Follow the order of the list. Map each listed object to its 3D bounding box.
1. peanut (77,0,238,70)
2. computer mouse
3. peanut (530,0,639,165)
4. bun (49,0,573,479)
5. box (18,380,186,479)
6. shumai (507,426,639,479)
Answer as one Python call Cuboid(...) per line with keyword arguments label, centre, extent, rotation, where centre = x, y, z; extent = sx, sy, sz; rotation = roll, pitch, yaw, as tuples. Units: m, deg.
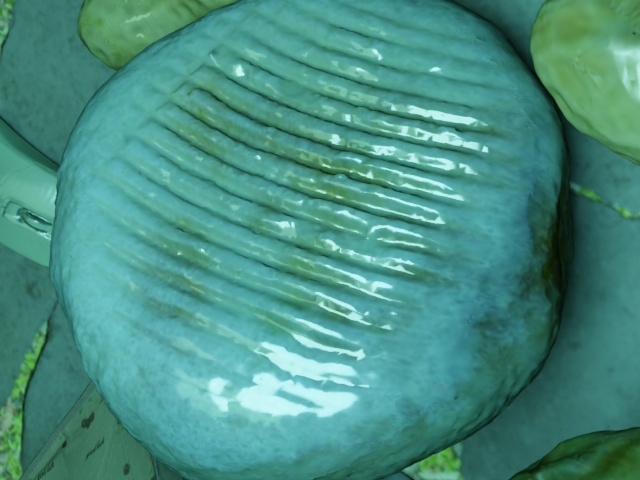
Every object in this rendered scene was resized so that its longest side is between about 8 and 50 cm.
Cuboid(label="peanut", centre=(-0.084, -0.192, 1.111), extent=(0.236, 0.120, 0.110), rotation=(-20, 109, 26))
Cuboid(label="computer mouse", centre=(-0.265, -0.040, 1.278), extent=(0.182, 0.056, 0.089), rotation=(34, 118, 20))
Cuboid(label="peanut", centre=(0.274, -0.096, 0.907), extent=(0.313, 0.152, 0.152), rotation=(19, 107, 28))
Cuboid(label="bun", centre=(0.000, 0.000, 1.012), extent=(0.362, 0.211, 0.361), rotation=(-4, 67, 10))
Cuboid(label="box", centre=(-0.094, 0.258, 1.075), extent=(0.225, 0.190, 0.297), rotation=(-50, 35, 27))
Cuboid(label="shumai", centre=(0.203, 0.301, 0.911), extent=(0.324, 0.323, 0.397), rotation=(21, 95, 22))
